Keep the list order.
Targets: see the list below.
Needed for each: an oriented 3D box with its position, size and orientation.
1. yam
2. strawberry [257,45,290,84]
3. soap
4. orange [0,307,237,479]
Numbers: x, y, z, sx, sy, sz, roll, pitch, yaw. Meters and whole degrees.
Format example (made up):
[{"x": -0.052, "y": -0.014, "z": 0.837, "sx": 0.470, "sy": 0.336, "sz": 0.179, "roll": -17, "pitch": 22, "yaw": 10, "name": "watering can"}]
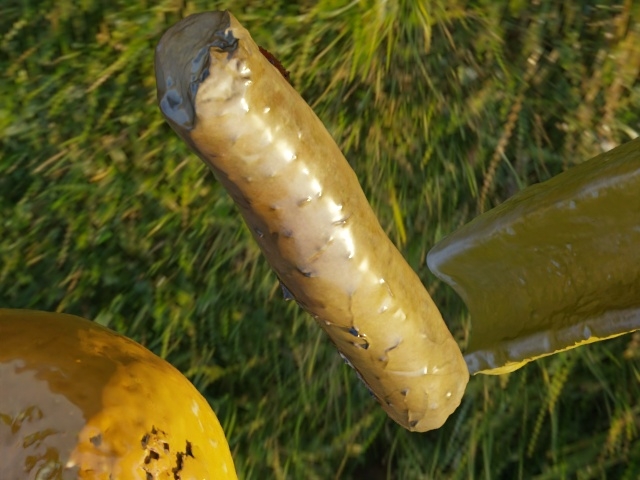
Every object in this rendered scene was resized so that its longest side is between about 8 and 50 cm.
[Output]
[{"x": 0.000, "y": 0.000, "z": 0.682, "sx": 0.056, "sy": 0.057, "sz": 0.241, "roll": -27, "pitch": 135, "yaw": 7, "name": "yam"}, {"x": -0.061, "y": -0.101, "z": 1.207, "sx": 0.096, "sy": 0.083, "sz": 0.083, "roll": 26, "pitch": 101, "yaw": -35, "name": "strawberry"}, {"x": 0.254, "y": -0.011, "z": 1.188, "sx": 0.259, "sy": 0.281, "sz": 0.143, "roll": -21, "pitch": 86, "yaw": -36, "name": "soap"}, {"x": -0.139, "y": 0.140, "z": 0.776, "sx": 0.219, "sy": 0.193, "sz": 0.219, "roll": -8, "pitch": 70, "yaw": 24, "name": "orange"}]
